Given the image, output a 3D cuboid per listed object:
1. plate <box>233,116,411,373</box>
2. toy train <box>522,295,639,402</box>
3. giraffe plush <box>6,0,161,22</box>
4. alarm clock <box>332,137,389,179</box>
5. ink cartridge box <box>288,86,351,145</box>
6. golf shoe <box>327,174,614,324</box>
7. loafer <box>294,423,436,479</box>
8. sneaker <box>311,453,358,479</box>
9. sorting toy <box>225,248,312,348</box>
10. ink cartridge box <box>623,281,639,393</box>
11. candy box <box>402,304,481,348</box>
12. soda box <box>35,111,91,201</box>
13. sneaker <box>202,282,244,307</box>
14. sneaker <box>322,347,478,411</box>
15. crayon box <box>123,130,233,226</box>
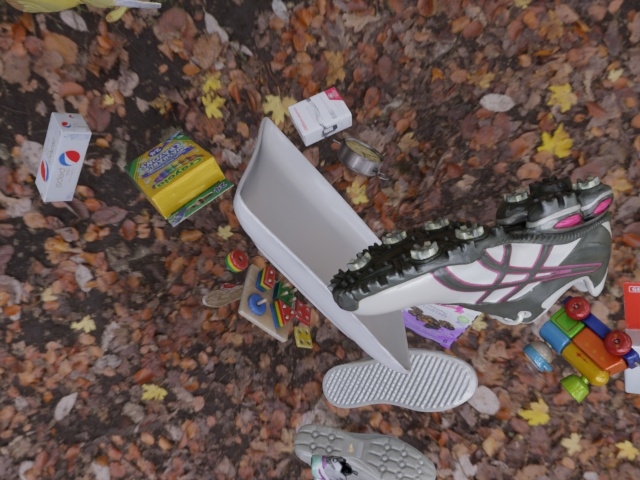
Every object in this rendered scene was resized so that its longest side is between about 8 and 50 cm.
[{"bbox_3d":[0.000,0.000,0.703,0.045,0.278,0.277,-36,112,18],"label":"plate"},{"bbox_3d":[0.474,0.222,0.989,0.143,0.105,0.248,-44,48,6],"label":"toy train"},{"bbox_3d":[-0.311,-0.394,0.737,0.211,0.181,0.170,-2,89,-35],"label":"giraffe plush"},{"bbox_3d":[0.121,-0.219,1.624,0.192,0.129,0.064,45,120,34],"label":"alarm clock"},{"bbox_3d":[-0.002,-0.352,1.655,0.151,0.063,0.109,-25,68,-6],"label":"ink cartridge box"},{"bbox_3d":[0.146,0.031,0.522,0.273,0.105,0.120,-18,104,-9],"label":"golf shoe"},{"bbox_3d":[0.097,0.493,1.313,0.320,0.111,0.112,14,56,12],"label":"loafer"},{"bbox_3d":[0.024,0.360,0.894,0.069,0.098,0.038,-4,48,5],"label":"sneaker"},{"bbox_3d":[-0.096,0.133,1.257,0.046,0.132,0.275,-30,125,32],"label":"sorting toy"},{"bbox_3d":[0.712,0.192,1.076,0.275,0.060,0.238,-1,123,30],"label":"ink cartridge box"},{"bbox_3d":[0.267,0.140,1.324,0.165,0.196,0.070,26,48,2],"label":"candy box"},{"bbox_3d":[-0.604,-0.191,1.363,0.073,0.069,0.216,54,129,27],"label":"soda box"},{"bbox_3d":[-0.240,0.131,1.403,0.119,0.067,0.042,-12,99,-38],"label":"sneaker"},{"bbox_3d":[0.188,0.301,1.307,0.366,0.150,0.135,-9,87,35],"label":"sneaker"},{"bbox_3d":[-0.409,-0.185,1.650,0.203,0.323,0.083,-37,131,-14],"label":"crayon box"}]
